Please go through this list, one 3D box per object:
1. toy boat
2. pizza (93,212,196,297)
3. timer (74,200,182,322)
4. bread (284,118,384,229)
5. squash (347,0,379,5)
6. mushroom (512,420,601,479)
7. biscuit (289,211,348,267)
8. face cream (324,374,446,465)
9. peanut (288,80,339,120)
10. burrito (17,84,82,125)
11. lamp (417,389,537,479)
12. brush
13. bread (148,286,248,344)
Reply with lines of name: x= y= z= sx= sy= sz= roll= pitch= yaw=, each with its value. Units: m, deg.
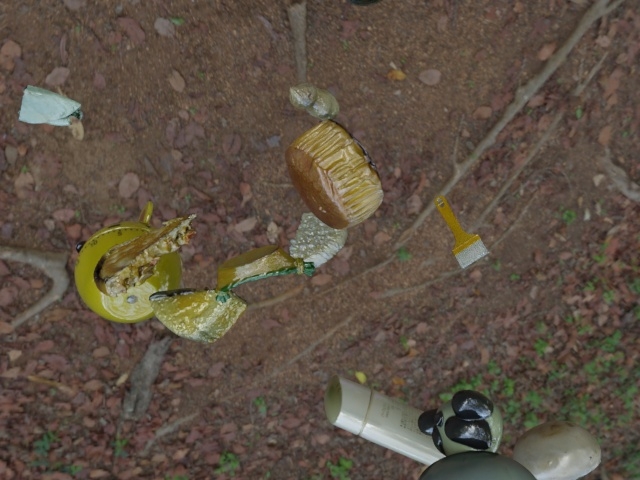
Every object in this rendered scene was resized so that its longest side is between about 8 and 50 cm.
toy boat: x=-0.129 y=0.069 z=1.218 sx=0.230 sy=0.089 sz=0.088 roll=-19 pitch=112 yaw=8
pizza: x=-0.454 y=0.033 z=1.430 sx=0.288 sy=0.251 sz=0.074 roll=-42 pitch=118 yaw=-31
timer: x=-0.645 y=0.083 z=1.914 sx=0.376 sy=0.387 sz=0.376 roll=-9 pitch=123 yaw=-14
bread: x=0.017 y=-0.104 z=0.980 sx=0.104 sy=0.199 sz=0.199 roll=-36 pitch=130 yaw=-12
squash: x=0.082 y=-0.642 z=1.239 sx=0.165 sy=0.252 sz=0.252 roll=-22 pitch=133 yaw=27
mushroom: x=0.585 y=0.557 z=1.390 sx=0.208 sy=0.215 sz=0.207 roll=-14 pitch=173 yaw=-2
biscuit: x=0.000 y=0.000 z=1.868 sx=0.179 sy=0.281 sz=0.084 roll=-7 pitch=126 yaw=21
face cream: x=0.169 y=0.386 z=1.175 sx=0.349 sy=0.173 sz=0.081 roll=21 pitch=98 yaw=4
peanut: x=-0.022 y=-0.417 z=1.694 sx=0.086 sy=0.104 sz=0.228 roll=-44 pitch=152 yaw=23
burrito: x=-0.541 y=-0.264 z=1.143 sx=0.118 sy=0.044 sz=0.074 roll=10 pitch=121 yaw=-22
lamp: x=0.211 y=0.341 z=0.783 sx=0.198 sy=0.243 sz=0.197 roll=-3 pitch=149 yaw=-2
brush: x=0.449 y=-0.042 z=1.887 sx=0.103 sy=0.272 sz=0.013 roll=-36 pitch=148 yaw=21
bread: x=-0.353 y=0.225 z=1.688 sx=0.262 sy=0.162 sz=0.204 roll=-7 pitch=162 yaw=12
